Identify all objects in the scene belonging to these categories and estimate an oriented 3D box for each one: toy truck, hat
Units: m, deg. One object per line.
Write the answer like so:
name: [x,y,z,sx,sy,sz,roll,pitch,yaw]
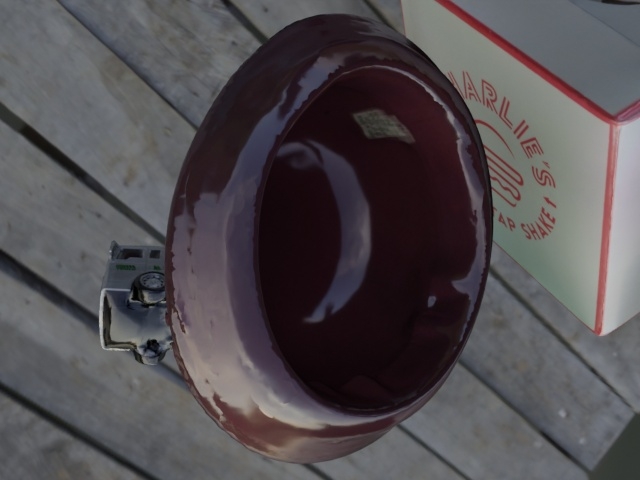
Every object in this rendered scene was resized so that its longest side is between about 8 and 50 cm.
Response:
toy truck: [-0.111,0.061,1.080,0.242,0.125,0.101,3,124,-8]
hat: [0.000,0.000,0.470,0.205,0.089,0.205,-3,94,-44]

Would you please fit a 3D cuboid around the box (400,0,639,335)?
box: [0.294,-0.156,1.030,0.300,0.314,0.312,-31,141,-15]
